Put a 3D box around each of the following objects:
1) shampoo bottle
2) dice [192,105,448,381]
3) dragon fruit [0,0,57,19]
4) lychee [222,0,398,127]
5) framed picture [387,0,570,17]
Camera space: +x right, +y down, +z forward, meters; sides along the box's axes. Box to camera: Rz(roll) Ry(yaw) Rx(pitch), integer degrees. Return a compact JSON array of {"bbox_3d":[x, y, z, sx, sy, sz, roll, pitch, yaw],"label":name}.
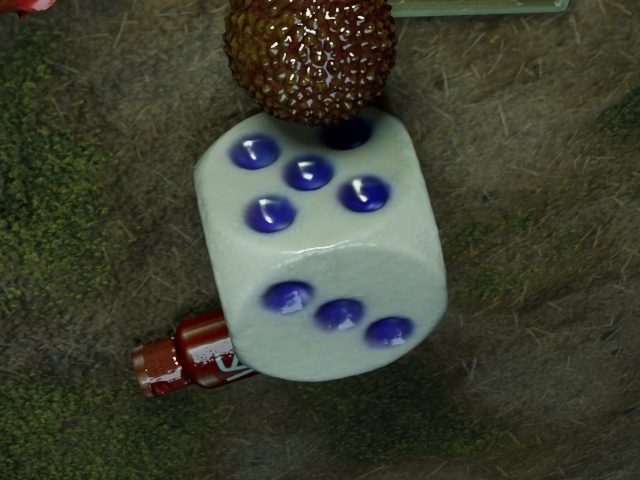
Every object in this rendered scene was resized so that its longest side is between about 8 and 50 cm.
[{"bbox_3d":[-0.083,0.122,2.457,0.314,0.076,0.118,-18,146,6],"label":"shampoo bottle"},{"bbox_3d":[0.000,0.000,2.197,0.251,0.243,0.259,-13,140,-1],"label":"dice"},{"bbox_3d":[-0.255,-0.284,1.818,0.211,0.134,0.262,0,135,-52],"label":"dragon fruit"},{"bbox_3d":[-0.008,-0.210,1.974,0.188,0.188,0.188,-9,143,-7],"label":"lychee"},{"bbox_3d":[0.176,-0.356,1.968,0.247,0.022,0.335,-4,142,-14],"label":"framed picture"}]
